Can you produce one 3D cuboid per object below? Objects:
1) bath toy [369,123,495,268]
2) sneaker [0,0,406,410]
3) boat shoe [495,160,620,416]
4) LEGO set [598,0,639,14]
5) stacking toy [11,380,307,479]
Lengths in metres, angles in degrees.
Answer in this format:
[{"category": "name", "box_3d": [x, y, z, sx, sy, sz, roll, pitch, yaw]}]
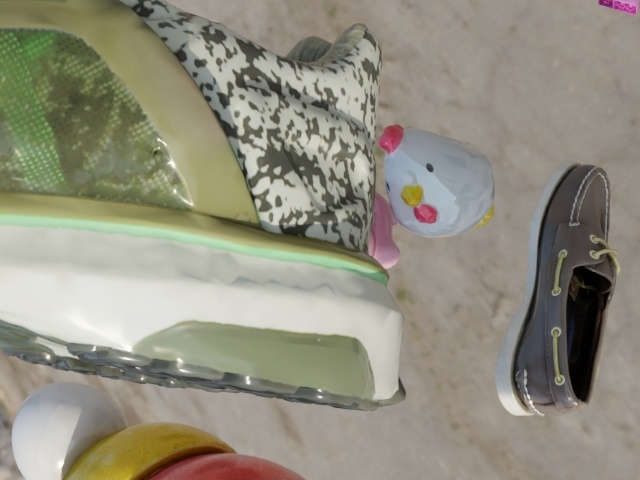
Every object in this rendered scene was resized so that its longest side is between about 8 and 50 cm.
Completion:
[{"category": "bath toy", "box_3d": [0.000, 0.000, 1.184, 0.129, 0.348, 0.151, 36, -143, -37]}, {"category": "sneaker", "box_3d": [-0.136, -0.062, 0.430, 0.410, 0.182, 0.158, 19, 166, -35]}, {"category": "boat shoe", "box_3d": [0.292, 0.050, 1.443, 0.097, 0.324, 0.116, -5, 145, 43]}, {"category": "LEGO set", "box_3d": [0.440, -0.297, 1.417, 0.227, 0.093, 0.087, 21, 161, 20]}, {"category": "stacking toy", "box_3d": [-0.133, 0.284, 1.178, 0.480, 0.350, 0.350, 40, 154, 36]}]
